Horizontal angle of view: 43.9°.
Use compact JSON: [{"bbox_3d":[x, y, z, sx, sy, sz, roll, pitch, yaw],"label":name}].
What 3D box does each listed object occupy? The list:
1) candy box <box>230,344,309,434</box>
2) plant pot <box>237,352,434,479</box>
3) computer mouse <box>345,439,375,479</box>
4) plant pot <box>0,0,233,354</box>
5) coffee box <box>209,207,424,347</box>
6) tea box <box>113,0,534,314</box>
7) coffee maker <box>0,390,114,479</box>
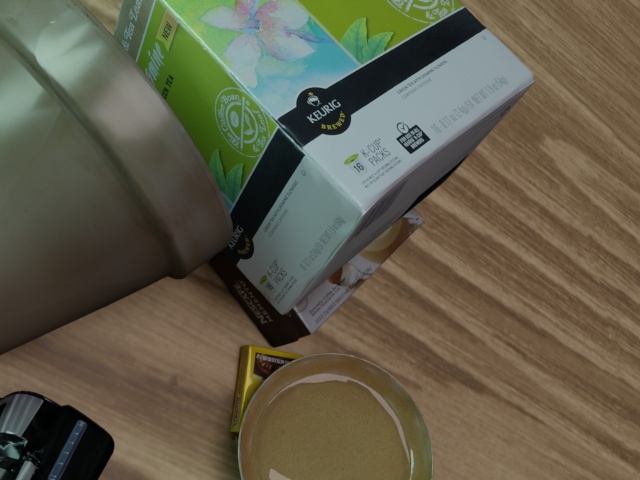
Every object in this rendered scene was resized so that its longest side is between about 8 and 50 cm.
[{"bbox_3d":[-0.010,0.200,0.987,0.206,0.027,0.105,16,72,-28],"label":"candy box"},{"bbox_3d":[0.017,0.249,0.922,0.236,0.032,0.236,8,62,-15],"label":"plant pot"},{"bbox_3d":[-0.018,0.317,0.926,0.193,0.042,0.106,-22,74,-22],"label":"computer mouse"},{"bbox_3d":[-0.290,-0.037,0.733,0.280,0.323,0.323,-40,100,-17],"label":"plant pot"},{"bbox_3d":[0.000,0.000,1.006,0.246,0.098,0.141,-41,99,-35],"label":"coffee box"},{"bbox_3d":[-0.008,-0.163,0.876,0.323,0.220,0.329,45,52,8],"label":"tea box"},{"bbox_3d":[-0.266,0.253,0.723,0.178,0.120,0.171,-75,143,-58],"label":"coffee maker"}]
